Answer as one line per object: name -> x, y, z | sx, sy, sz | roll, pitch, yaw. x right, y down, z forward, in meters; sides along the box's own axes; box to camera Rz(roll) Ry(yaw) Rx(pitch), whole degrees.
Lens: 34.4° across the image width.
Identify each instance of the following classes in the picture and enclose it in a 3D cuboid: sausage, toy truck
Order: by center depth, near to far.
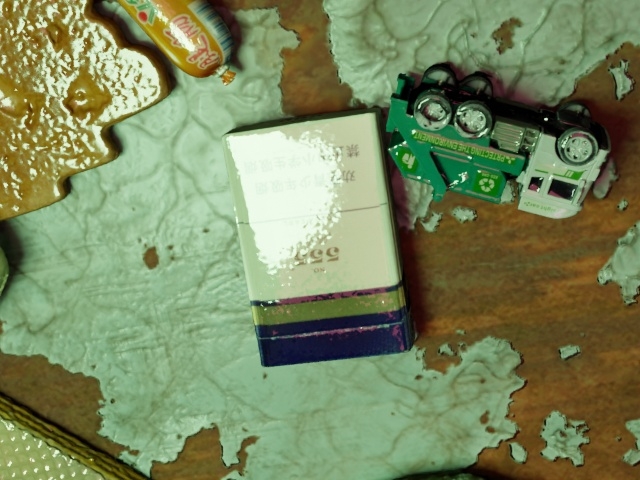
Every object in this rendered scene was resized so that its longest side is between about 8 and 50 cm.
toy truck -> 0.168, -0.092, 1.029 | 0.216, 0.110, 0.116 | 15, 117, 2
sausage -> -0.167, -0.250, 1.046 | 0.071, 0.071, 0.234 | -41, 95, 14

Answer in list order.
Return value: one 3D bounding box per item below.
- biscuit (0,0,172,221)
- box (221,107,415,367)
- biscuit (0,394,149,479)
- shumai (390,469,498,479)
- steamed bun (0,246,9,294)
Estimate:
biscuit -> -0.321, -0.149, 1.103 | 0.284, 0.043, 0.306 | 27, 108, -3
box -> 0.000, 0.000, 1.084 | 0.168, 0.071, 0.259 | -7, 103, 9
biscuit -> -0.266, 0.291, 1.193 | 0.379, 0.054, 0.094 | 31, 104, -1
shumai -> 0.106, 0.471, 1.046 | 0.395, 0.348, 0.395 | 3, 106, 10
steamed bun -> -0.458, 0.017, 1.085 | 0.239, 0.152, 0.170 | 42, 124, -3
